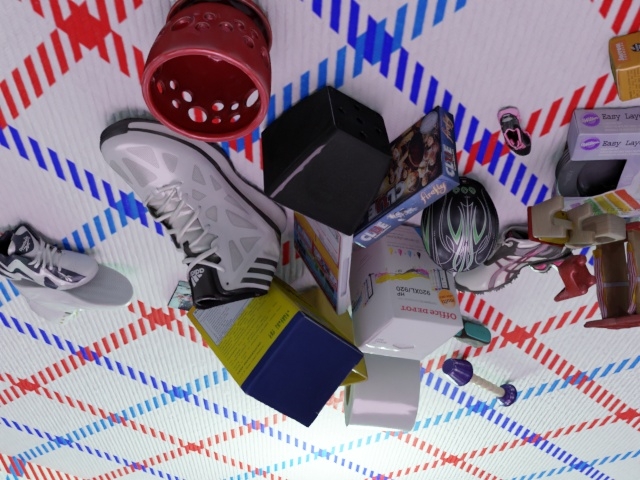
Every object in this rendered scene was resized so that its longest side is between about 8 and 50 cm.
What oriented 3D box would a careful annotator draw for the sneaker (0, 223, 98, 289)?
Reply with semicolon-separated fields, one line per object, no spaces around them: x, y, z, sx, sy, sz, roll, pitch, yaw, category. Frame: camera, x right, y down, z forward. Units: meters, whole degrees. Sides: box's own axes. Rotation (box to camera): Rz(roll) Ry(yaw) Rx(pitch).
-0.622;0.032;1.700;0.234;0.094;0.153;11;153;5;sneaker

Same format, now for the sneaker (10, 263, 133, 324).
-0.577;0.134;1.844;0.292;0.108;0.169;10;147;5;sneaker

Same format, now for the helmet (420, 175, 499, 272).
0.274;-0.024;1.513;0.169;0.162;0.169;2;145;1;helmet

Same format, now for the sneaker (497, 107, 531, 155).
0.350;-0.182;1.378;0.047;0.057;0.119;-19;141;24;sneaker

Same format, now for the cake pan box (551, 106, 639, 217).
0.571;-0.139;1.419;0.266;0.070;0.246;0;142;4;cake pan box

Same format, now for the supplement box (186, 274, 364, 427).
-0.106;0.200;1.649;0.195;0.356;0.194;38;90;-36;supplement box

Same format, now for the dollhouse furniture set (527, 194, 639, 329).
0.520;0.056;1.484;0.374;0.201;0.152;10;163;-35;dollhouse furniture set

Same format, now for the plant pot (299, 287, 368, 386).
-0.026;0.241;1.875;0.212;0.187;0.212;-19;143;27;plant pot

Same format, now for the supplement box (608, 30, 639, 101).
0.575;-0.293;1.191;0.233;0.078;0.080;-14;141;20;supplement box

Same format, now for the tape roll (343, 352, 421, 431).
0.156;0.371;2.004;0.169;0.246;0.246;4;145;-3;tape roll

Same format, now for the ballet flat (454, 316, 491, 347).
0.342;0.224;1.937;0.213;0.072;0.068;26;142;-30;ballet flat

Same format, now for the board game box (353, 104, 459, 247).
0.146;-0.112;1.395;0.042;0.165;0.243;25;138;-29;board game box

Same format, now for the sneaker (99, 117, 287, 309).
-0.234;-0.029;1.452;0.169;0.258;0.447;-26;136;33;sneaker

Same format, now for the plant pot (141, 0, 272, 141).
-0.167;-0.275;1.175;0.191;0.174;0.191;1;145;1;plant pot

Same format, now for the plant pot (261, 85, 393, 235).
0.021;-0.154;1.346;0.187;0.188;0.167;25;126;-28;plant pot

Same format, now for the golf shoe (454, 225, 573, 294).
0.403;0.028;1.656;0.272;0.105;0.120;-22;120;24;golf shoe

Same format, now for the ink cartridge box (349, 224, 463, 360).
0.174;0.110;1.631;0.171;0.233;0.168;10;145;-23;ink cartridge box

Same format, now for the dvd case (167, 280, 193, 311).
-0.324;0.143;1.909;0.087;0.013;0.119;15;142;-17;dvd case

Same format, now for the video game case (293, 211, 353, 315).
0.000;0.000;1.543;0.025;0.204;0.285;-23;148;-17;video game case

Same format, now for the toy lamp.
0.448;0.397;2.168;0.274;0.080;0.080;27;138;-33;toy lamp
